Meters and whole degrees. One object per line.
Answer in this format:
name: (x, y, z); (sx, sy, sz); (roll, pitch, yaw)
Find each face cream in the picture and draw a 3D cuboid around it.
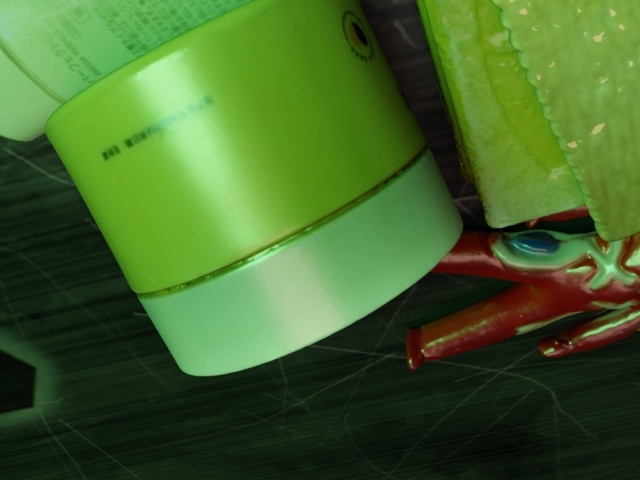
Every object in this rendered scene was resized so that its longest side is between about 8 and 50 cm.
face cream: (-0.041, -0.045, 0.508); (0.218, 0.218, 0.179); (-24, 102, 15)
face cream: (-0.141, -0.189, 0.504); (0.348, 0.081, 0.173); (-25, 125, 16)

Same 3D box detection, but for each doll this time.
doll: (0.249, 0.027, 0.699); (0.384, 0.099, 0.188); (-15, 128, 13)

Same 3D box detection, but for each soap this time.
soap: (0.168, -0.166, 0.538); (0.199, 0.091, 0.315); (-15, 127, 10)

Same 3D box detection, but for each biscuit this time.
biscuit: (0.224, -0.113, 0.507); (0.160, 0.030, 0.249); (-28, 125, 17)
